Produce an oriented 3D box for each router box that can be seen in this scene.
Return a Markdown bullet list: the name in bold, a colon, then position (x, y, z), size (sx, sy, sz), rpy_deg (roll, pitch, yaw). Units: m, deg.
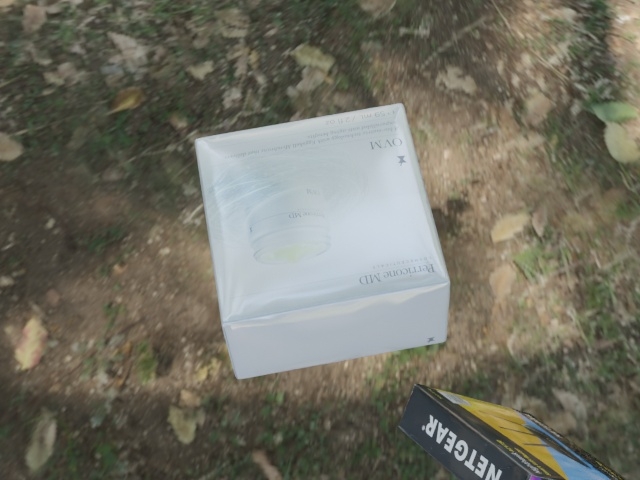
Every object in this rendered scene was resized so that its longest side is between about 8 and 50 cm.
- **router box**: position (0.164, 0.181, 0.991), size (0.133, 0.179, 0.046), rpy_deg (17, 98, -29)

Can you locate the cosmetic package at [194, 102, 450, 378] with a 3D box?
- **cosmetic package**: position (0.000, 0.000, 1.258), size (0.224, 0.138, 0.225), rpy_deg (-11, 60, -3)
